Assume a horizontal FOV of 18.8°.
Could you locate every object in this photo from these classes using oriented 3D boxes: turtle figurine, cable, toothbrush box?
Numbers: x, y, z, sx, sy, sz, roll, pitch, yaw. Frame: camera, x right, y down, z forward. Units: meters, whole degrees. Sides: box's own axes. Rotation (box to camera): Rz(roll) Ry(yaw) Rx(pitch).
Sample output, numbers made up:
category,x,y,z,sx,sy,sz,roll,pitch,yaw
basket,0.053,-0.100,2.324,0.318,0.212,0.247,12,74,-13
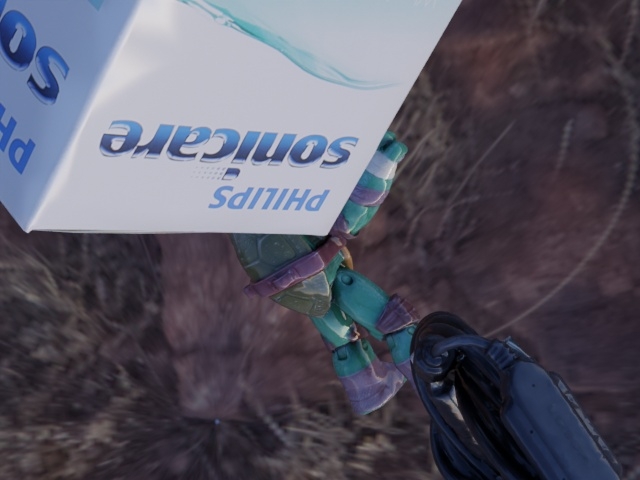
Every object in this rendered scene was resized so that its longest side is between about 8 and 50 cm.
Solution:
category,x,y,z,sx,sy,sz,roll,pitch,yaw
turtle figurine,0.000,0.000,1.247,0.118,0.175,0.234,-36,101,-17
cable,0.091,0.113,0.794,0.047,0.150,0.184,-36,90,-14
toothbrush box,-0.032,-0.179,0.555,0.216,0.126,0.295,49,122,33
